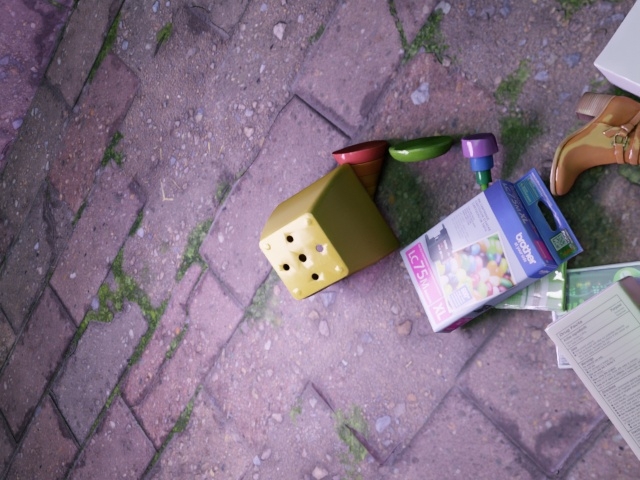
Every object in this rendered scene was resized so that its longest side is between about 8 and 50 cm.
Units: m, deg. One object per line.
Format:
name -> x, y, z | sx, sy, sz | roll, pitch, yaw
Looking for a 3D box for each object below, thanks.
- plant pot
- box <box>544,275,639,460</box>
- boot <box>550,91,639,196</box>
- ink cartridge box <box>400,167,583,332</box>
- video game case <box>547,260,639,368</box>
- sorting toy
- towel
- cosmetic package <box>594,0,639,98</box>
plant pot -> 0.000, 0.000, 1.356 | 0.212, 0.187, 0.212 | -30, 96, 31
box -> 0.511, 0.221, 1.024 | 0.148, 0.121, 0.311 | -41, 70, 29
boot -> 0.490, -0.149, 1.130 | 0.152, 0.073, 0.197 | 26, 104, 31
ink cartridge box -> 0.303, 0.022, 1.230 | 0.311, 0.065, 0.186 | -38, 60, 33
video game case -> 0.493, 0.128, 1.131 | 0.190, 0.022, 0.173 | -10, 80, 36
sorting toy -> 0.190, -0.139, 1.345 | 0.365, 0.127, 0.126 | 2, 110, 39
towel -> 0.373, 0.070, 1.207 | 0.152, 0.023, 0.113 | -1, 85, 48
cosmetic package -> 0.598, -0.307, 1.021 | 0.224, 0.138, 0.225 | 42, 110, 32
